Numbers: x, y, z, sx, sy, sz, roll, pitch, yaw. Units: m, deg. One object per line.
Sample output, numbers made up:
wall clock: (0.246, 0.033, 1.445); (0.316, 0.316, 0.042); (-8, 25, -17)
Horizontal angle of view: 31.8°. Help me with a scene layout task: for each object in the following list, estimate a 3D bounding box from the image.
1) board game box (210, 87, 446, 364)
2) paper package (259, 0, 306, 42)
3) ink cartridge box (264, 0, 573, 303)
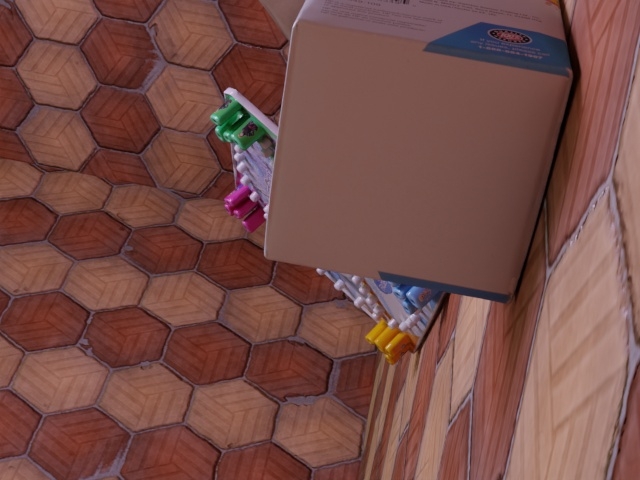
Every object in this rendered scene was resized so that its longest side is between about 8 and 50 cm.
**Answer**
board game box: (0.000, 0.000, 1.600); (0.050, 0.390, 0.390); (-45, -11, -14)
paper package: (0.082, -0.401, 1.575); (0.325, 0.168, 0.309); (-36, 6, 14)
ink cartridge box: (0.080, -0.114, 0.922); (0.270, 0.198, 0.197); (-74, -6, -60)
